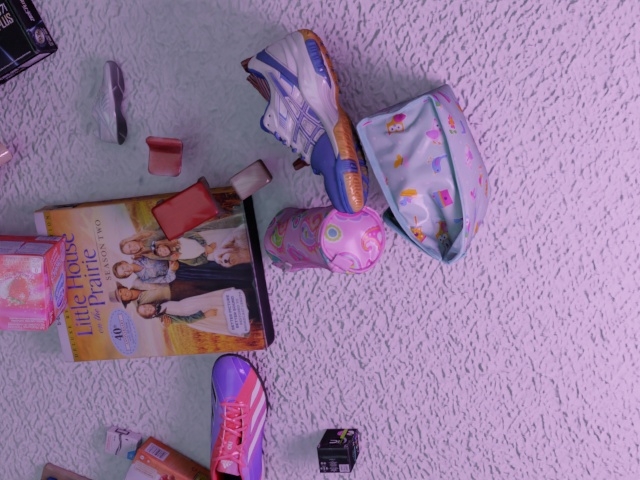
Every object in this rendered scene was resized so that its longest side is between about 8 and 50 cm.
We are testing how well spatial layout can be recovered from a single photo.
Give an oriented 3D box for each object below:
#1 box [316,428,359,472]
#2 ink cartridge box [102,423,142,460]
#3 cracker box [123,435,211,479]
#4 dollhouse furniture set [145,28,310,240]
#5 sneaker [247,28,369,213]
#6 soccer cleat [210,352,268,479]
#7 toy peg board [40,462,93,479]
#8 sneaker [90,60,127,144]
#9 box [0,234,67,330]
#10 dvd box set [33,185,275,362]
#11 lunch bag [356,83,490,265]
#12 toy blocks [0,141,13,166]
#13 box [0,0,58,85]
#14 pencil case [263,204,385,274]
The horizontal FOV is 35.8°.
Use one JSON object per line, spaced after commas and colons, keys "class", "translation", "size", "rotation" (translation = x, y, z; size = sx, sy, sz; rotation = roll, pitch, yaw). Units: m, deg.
{"class": "box", "translation": [0.034, 0.389, 1.839], "size": [0.062, 0.083, 0.052], "rotation": [-3, 104, 15]}
{"class": "ink cartridge box", "translation": [-0.402, 0.403, 1.982], "size": [0.083, 0.028, 0.048], "rotation": [14, 107, 11]}
{"class": "cracker box", "translation": [-0.328, 0.529, 1.976], "size": [0.155, 0.067, 0.232], "rotation": [28, 110, 6]}
{"class": "dollhouse furniture set", "translation": [-0.142, -0.169, 1.658], "size": [0.374, 0.152, 0.201], "rotation": [-29, 96, 3]}
{"class": "sneaker", "translation": [-0.019, -0.169, 1.528], "size": [0.130, 0.112, 0.297], "rotation": [-21, 79, 13]}
{"class": "soccer cleat", "translation": [-0.160, 0.367, 1.853], "size": [0.108, 0.116, 0.318], "rotation": [4, 111, 13]}
{"class": "toy peg board", "translation": [-0.520, 0.566, 2.028], "size": [0.161, 0.079, 0.161], "rotation": [18, 108, 9]}
{"class": "sneaker", "translation": [-0.390, -0.250, 1.800], "size": [0.061, 0.053, 0.152], "rotation": [6, 106, 15]}
{"class": "box", "translation": [-0.622, 0.073, 1.791], "size": [0.299, 0.154, 0.142], "rotation": [1, 103, 0]}
{"class": "dvd box set", "translation": [-0.311, 0.066, 1.856], "size": [0.420, 0.062, 0.308], "rotation": [-5, 102, 15]}
{"class": "lunch bag", "translation": [0.181, -0.103, 1.602], "size": [0.160, 0.223, 0.262], "rotation": [-19, 98, 20]}
{"class": "toy blocks", "translation": [-0.748, -0.202, 1.726], "size": [0.260, 0.288, 0.309], "rotation": [-40, 85, -13]}
{"class": "box", "translation": [-0.597, -0.369, 1.808], "size": [0.180, 0.077, 0.147], "rotation": [-25, 96, 19]}
{"class": "pencil case", "translation": [0.000, 0.000, 1.651], "size": [0.124, 0.284, 0.124], "rotation": [1, 89, -24]}
